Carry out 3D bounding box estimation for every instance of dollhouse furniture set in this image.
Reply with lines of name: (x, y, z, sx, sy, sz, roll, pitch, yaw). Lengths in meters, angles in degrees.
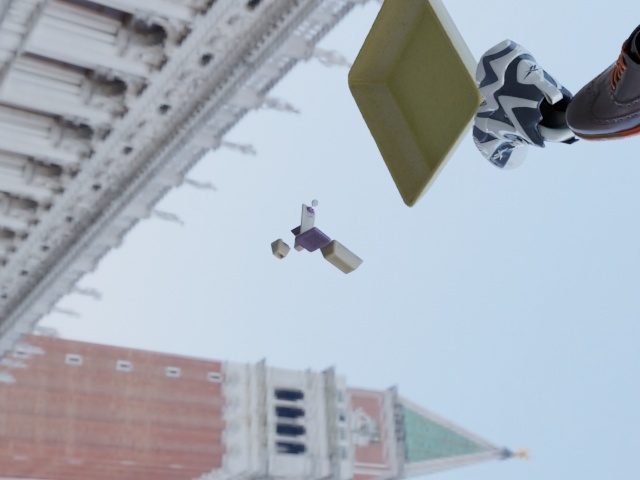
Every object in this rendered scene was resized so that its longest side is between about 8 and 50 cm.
dollhouse furniture set: (0.000, 0.000, 1.446, 0.091, 0.114, 0.081, -29, -141, 34)

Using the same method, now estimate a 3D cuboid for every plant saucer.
plant saucer: (0.193, -0.285, 1.850, 0.332, 0.081, 0.332, 67, -29, 25)

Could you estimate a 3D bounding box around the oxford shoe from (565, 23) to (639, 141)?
oxford shoe: (0.333, -0.182, 1.015, 0.271, 0.098, 0.096, -34, -132, 56)

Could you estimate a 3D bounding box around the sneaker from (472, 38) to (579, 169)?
sneaker: (0.293, -0.151, 1.360, 0.153, 0.094, 0.235, 46, -22, 34)
